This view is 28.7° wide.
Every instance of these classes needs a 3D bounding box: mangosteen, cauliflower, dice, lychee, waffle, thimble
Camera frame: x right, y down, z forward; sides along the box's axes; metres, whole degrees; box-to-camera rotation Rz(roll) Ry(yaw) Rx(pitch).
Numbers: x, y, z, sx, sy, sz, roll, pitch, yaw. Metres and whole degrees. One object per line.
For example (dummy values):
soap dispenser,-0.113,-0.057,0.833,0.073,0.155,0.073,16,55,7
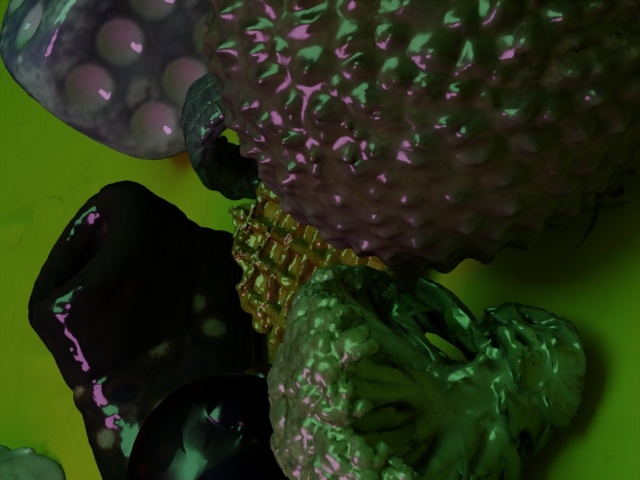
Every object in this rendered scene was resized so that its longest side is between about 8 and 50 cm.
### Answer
mangosteen,-0.070,0.199,1.143,0.194,0.194,0.230,-40,6,31
cauliflower,0.086,0.133,0.972,0.250,0.275,0.272,-24,0,-6
dice,-0.252,-0.291,1.686,0.270,0.270,0.271,-52,33,15
lychee,0.104,-0.173,1.001,0.432,0.380,0.380,-16,52,30
waffle,0.000,0.000,1.237,0.243,0.059,0.237,-31,52,40
thimble,-0.085,-0.126,1.441,0.150,0.150,0.098,-48,36,22

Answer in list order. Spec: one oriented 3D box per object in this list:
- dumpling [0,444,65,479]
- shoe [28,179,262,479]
dumpling,-0.475,0.376,1.583,0.320,0.270,0.211,44,129,34
shoe,-0.191,0.117,1.312,0.171,0.237,0.384,-33,41,39
